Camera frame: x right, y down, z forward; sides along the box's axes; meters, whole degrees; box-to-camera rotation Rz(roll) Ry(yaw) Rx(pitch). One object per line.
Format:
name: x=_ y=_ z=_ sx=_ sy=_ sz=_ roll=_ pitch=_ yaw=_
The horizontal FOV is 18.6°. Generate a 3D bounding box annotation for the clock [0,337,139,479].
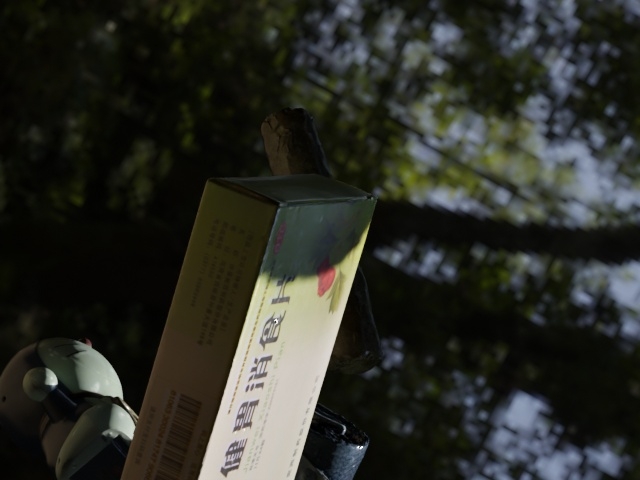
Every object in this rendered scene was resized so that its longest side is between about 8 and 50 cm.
clock: x=-0.287 y=0.208 z=2.279 sx=0.146 sy=0.199 sz=0.243 roll=-45 pitch=-142 yaw=-3

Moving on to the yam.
yam: x=0.000 y=0.000 z=1.802 sx=0.061 sy=0.061 sz=0.252 roll=133 pitch=-55 yaw=-60

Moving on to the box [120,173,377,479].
box: x=-0.052 y=0.083 z=1.385 sx=0.175 sy=0.062 sz=0.260 roll=-6 pitch=116 yaw=-66

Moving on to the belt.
belt: x=-0.066 y=0.203 z=1.909 sx=0.122 sy=0.218 sz=0.128 roll=4 pitch=109 yaw=-64
